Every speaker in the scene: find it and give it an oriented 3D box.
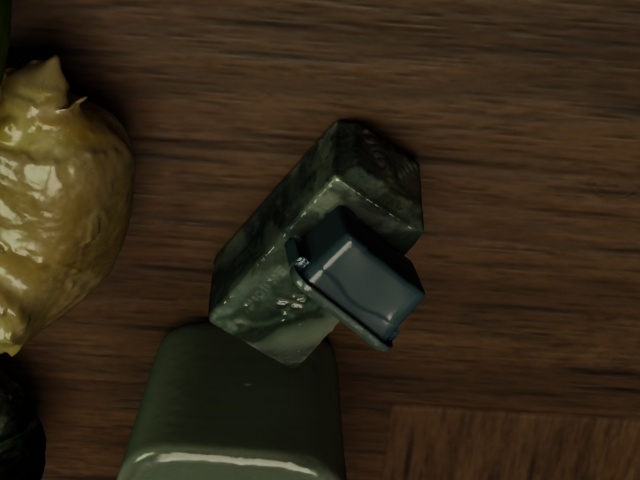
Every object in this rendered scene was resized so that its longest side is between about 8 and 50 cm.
[{"bbox_3d":[-0.075,0.272,1.261,0.183,0.184,0.406,4,125,-2],"label":"speaker"}]

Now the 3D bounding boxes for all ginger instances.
[{"bbox_3d":[-0.220,-0.016,1.093,0.138,0.152,0.267,27,107,15],"label":"ginger"}]

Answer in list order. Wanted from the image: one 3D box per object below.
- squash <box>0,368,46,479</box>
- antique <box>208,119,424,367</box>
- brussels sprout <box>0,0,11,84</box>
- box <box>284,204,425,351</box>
[{"bbox_3d":[-0.330,0.178,1.226,0.193,0.156,0.193,6,111,15],"label":"squash"},{"bbox_3d":[0.000,0.000,1.127,0.088,0.086,0.183,31,120,-19],"label":"antique"},{"bbox_3d":[-0.321,-0.153,0.928,0.227,0.259,0.294,1,141,-40],"label":"brussels sprout"},{"bbox_3d":[0.027,0.024,1.050,0.099,0.074,0.054,39,103,-22],"label":"box"}]
